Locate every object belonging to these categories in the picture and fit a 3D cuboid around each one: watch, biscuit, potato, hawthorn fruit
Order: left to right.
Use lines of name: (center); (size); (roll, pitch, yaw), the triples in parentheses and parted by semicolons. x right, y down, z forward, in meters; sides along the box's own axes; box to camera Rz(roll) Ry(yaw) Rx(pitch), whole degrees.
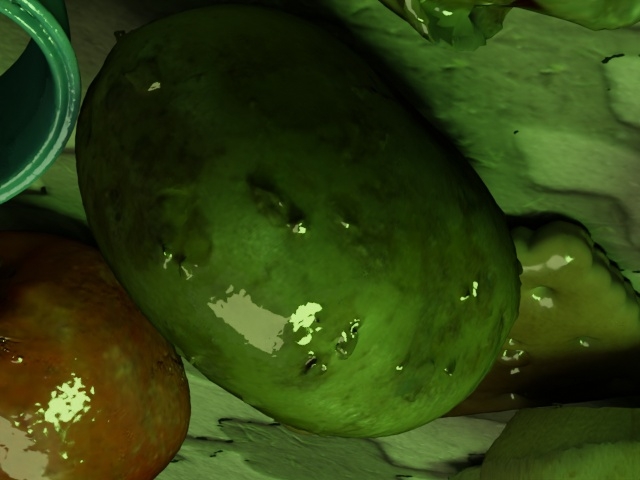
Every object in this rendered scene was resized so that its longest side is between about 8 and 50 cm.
watch: (-0.213, -0.105, 0.814); (0.193, 0.211, 0.211); (15, 158, -29)
hawthorn fruit: (-0.206, 0.080, 1.164); (0.211, 0.211, 0.299); (6, 140, 17)
potato: (0.000, 0.000, 0.884); (0.173, 0.210, 0.307); (-43, 140, 12)
biscuit: (0.066, 0.073, 1.134); (0.325, 0.044, 0.217); (-10, 148, 28)

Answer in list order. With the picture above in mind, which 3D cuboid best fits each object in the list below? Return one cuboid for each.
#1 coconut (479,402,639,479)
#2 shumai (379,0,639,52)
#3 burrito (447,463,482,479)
coconut: (0.249, 0.240, 1.112); (0.297, 0.255, 0.297); (1, 174, 0)
shumai: (0.048, -0.202, 0.443); (0.256, 0.189, 0.218); (51, 147, 14)
burrito: (0.160, 0.204, 1.396); (0.041, 0.045, 0.185); (56, 147, -5)
